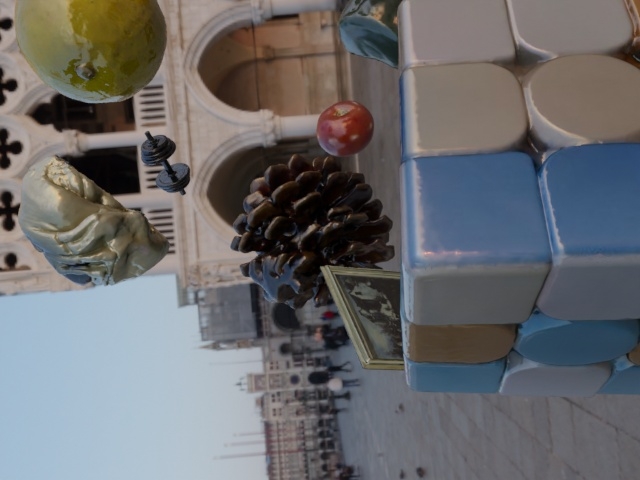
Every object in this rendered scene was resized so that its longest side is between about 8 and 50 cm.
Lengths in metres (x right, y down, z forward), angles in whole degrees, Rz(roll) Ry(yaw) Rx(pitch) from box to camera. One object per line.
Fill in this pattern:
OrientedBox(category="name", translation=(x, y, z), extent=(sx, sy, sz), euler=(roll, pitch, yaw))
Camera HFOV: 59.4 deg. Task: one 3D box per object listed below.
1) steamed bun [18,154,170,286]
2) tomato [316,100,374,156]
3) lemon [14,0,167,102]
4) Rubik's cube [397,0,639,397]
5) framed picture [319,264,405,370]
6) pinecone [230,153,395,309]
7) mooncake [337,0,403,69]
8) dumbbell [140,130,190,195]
OrientedBox(category="steamed bun", translation=(-0.515, -0.014, 1.234), extent=(0.206, 0.320, 0.275), euler=(-53, -2, -14))
OrientedBox(category="tomato", translation=(0.078, -0.347, 1.759), extent=(0.195, 0.195, 0.136), euler=(-96, -11, -49))
OrientedBox(category="lemon", translation=(-0.515, -0.473, 1.273), extent=(0.348, 0.347, 0.348), euler=(175, 90, -89))
OrientedBox(category="Rubik's cube", translation=(0.259, -0.038, 0.631), extent=(0.347, 0.344, 0.347), euler=(77, -167, -57))
OrientedBox(category="framed picture", translation=(0.141, 0.130, 1.021), extent=(0.296, 0.232, 0.019), euler=(-116, 36, -56))
OrientedBox(category="pinecone", translation=(0.000, 0.000, 1.371), extent=(0.398, 0.397, 0.398), euler=(175, 90, -89))
OrientedBox(category="mooncake", translation=(0.122, -0.393, 1.060), extent=(0.104, 0.175, 0.168), euler=(-61, 17, -15))
OrientedBox(category="dumbbell", translation=(-0.405, -0.199, 1.473), extent=(0.099, 0.099, 0.208), euler=(-96, -12, -47))
